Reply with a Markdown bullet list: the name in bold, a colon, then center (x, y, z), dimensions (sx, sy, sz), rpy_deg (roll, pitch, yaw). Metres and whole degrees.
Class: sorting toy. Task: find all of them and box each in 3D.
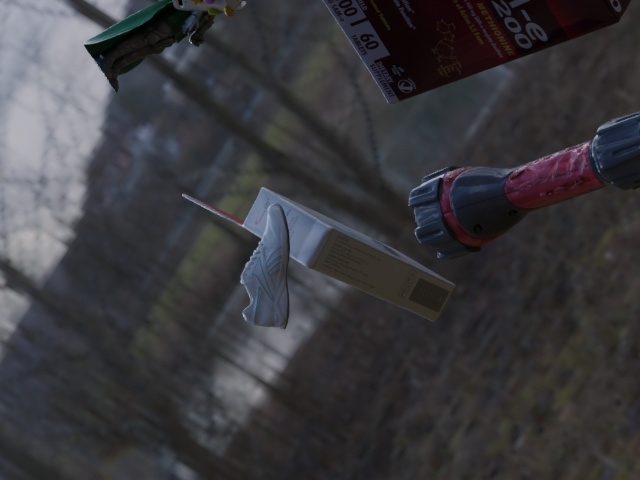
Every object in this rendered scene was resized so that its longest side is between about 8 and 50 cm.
- **sorting toy**: center (-0.132, -0.273, 1.939), dimensions (0.083, 0.075, 0.045), rpy_deg (63, -145, -41)

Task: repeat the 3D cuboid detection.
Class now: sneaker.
- **sneaker**: center (-0.066, 0.031, 2.143), dimensions (0.054, 0.061, 0.152), rpy_deg (37, -126, -88)

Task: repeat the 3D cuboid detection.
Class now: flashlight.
- **flashlight**: center (0.240, -0.064, 1.930), dimensions (0.304, 0.103, 0.103), rpy_deg (-20, 43, 40)

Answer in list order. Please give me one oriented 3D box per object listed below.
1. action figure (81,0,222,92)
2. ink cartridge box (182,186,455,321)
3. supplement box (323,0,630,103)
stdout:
- **action figure**: center (-0.157, -0.259, 2.054), dimensions (0.232, 0.063, 0.137), rpy_deg (-34, -8, -2)
- **ink cartridge box**: center (0.000, 0.000, 2.375), dimensions (0.296, 0.261, 0.066), rpy_deg (25, -87, -50)
- **supplement box**: center (0.130, -0.214, 1.496), dimensions (0.239, 0.130, 0.073), rpy_deg (-18, 27, 37)
